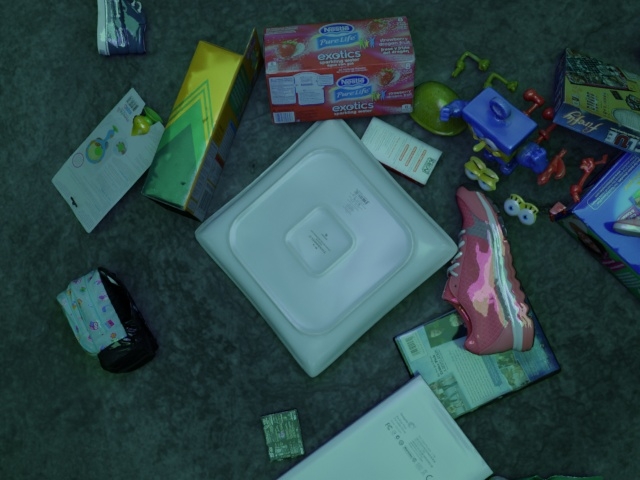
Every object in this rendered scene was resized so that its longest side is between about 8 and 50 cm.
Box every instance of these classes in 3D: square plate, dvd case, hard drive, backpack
[{"bbox_3d":[0.000,0.000,1.461,0.344,0.049,0.347,-42,78,4],"label":"square plate"},{"bbox_3d":[0.280,0.205,1.495,0.253,0.022,0.180,-24,87,-2],"label":"dvd case"},{"bbox_3d":[0.109,0.412,1.459,0.319,0.040,0.210,-37,86,2],"label":"hard drive"},{"bbox_3d":[-0.372,0.136,1.446,0.115,0.152,0.182,-29,74,-11],"label":"backpack"}]

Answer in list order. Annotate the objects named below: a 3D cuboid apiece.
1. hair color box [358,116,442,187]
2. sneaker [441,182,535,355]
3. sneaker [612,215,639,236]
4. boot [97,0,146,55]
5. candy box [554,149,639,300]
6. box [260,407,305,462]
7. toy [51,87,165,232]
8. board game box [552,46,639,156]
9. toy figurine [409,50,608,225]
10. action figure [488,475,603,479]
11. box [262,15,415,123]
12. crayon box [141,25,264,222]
[{"bbox_3d":[0.141,-0.160,1.512,0.141,0.043,0.072,29,87,4],"label":"hair color box"},{"bbox_3d":[0.267,0.051,1.446,0.136,0.116,0.313,-15,76,2],"label":"sneaker"},{"bbox_3d":[0.551,-0.039,1.377,0.134,0.051,0.070,6,86,-1],"label":"sneaker"},{"bbox_3d":[-0.363,-0.434,1.530,0.086,0.069,0.189,0,94,-7],"label":"boot"},{"bbox_3d":[0.627,-0.028,1.459,0.317,0.122,0.268,45,88,5],"label":"candy box"},{"bbox_3d":[-0.067,0.348,1.487,0.067,0.018,0.083,-13,86,0],"label":"box"},{"bbox_3d":[-0.365,-0.141,1.497,0.237,0.056,0.137,-46,69,17],"label":"toy"},{"bbox_3d":[0.486,-0.242,1.433,0.165,0.243,0.042,23,127,2],"label":"board game box"},{"bbox_3d":[0.297,-0.213,1.382,0.191,0.217,0.362,-43,69,0],"label":"toy figurine"},{"bbox_3d":[0.369,0.463,1.458,0.232,0.063,0.137,9,89,5],"label":"action figure"},{"bbox_3d":[0.033,-0.298,1.461,0.257,0.128,0.122,-5,55,1],"label":"box"},{"bbox_3d":[-0.197,-0.203,1.438,0.083,0.203,0.322,21,86,2],"label":"crayon box"}]
